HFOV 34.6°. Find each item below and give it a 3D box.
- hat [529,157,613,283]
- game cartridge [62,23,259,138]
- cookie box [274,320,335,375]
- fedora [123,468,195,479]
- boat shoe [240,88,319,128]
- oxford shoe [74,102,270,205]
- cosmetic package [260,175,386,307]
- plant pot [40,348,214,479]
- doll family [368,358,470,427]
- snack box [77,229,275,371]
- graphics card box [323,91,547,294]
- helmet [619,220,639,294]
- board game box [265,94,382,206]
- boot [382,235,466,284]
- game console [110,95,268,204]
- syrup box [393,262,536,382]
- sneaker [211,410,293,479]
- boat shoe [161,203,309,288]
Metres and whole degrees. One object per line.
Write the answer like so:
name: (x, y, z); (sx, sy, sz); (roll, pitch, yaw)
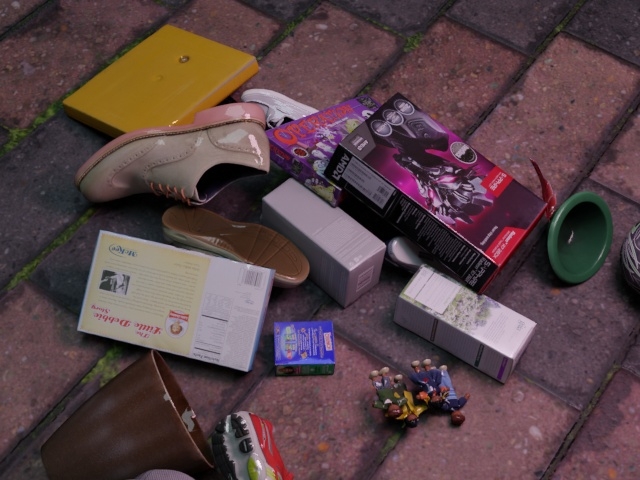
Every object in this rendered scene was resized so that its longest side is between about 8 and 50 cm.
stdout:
hat: (0.456, -0.025, 2.032); (0.208, 0.173, 0.183); (-47, 30, -20)
game cartridge: (-0.337, -0.324, 2.174); (0.285, 0.053, 0.323); (26, 57, 33)
cookie box: (-0.029, 0.194, 1.845); (0.107, 0.040, 0.092); (-1, 53, -3)
fedora: (-0.226, 0.455, 1.552); (0.243, 0.275, 0.124); (-24, 14, 24)
boat shoe: (-0.084, -0.260, 2.162); (0.184, 0.066, 0.063); (23, 54, -8)
oxford shoe: (-0.282, -0.132, 1.932); (0.396, 0.140, 0.147); (-19, 69, 15)
cosmetic package: (0.000, 0.000, 1.939); (0.107, 0.127, 0.238); (-34, 63, -26)
plant pot: (-0.321, 0.325, 1.653); (0.230, 0.215, 0.215); (-28, 59, -5)
doll family: (0.175, 0.273, 1.778); (0.192, 0.076, 0.111); (-12, 50, -15)
snack box: (-0.257, 0.106, 1.831); (0.321, 0.060, 0.187); (13, 89, 6)
graphics card box: (0.217, -0.096, 1.911); (0.371, 0.094, 0.233); (38, 47, 9)
helmet: (0.643, 0.034, 1.924); (0.161, 0.169, 0.169); (4, 52, -20)
board game box: (0.061, -0.188, 2.056); (0.208, 0.056, 0.346); (33, 37, 24)
boot: (0.197, 0.037, 1.957); (0.190, 0.086, 0.069); (23, 77, -22)
game console: (-0.298, -0.184, 2.112); (0.361, 0.044, 0.213); (-37, 63, -25)
syrup box: (0.259, 0.149, 1.859); (0.236, 0.096, 0.093); (29, 57, 17)
sneaker: (-0.083, 0.407, 1.651); (0.107, 0.118, 0.279); (-27, 66, 31)
boat shoe: (-0.161, 0.028, 1.930); (0.302, 0.098, 0.109); (20, 42, 14)
